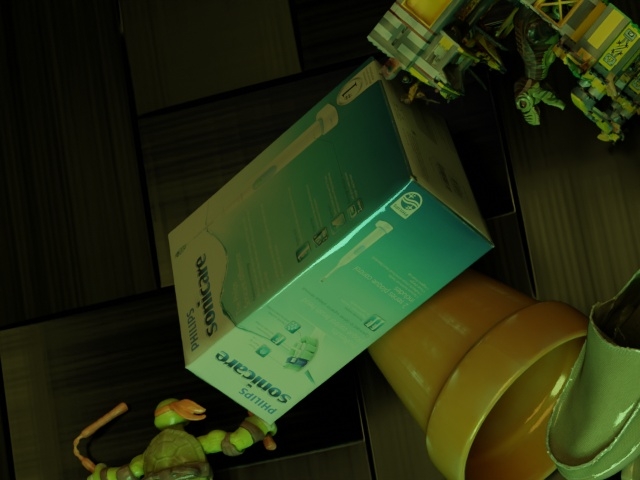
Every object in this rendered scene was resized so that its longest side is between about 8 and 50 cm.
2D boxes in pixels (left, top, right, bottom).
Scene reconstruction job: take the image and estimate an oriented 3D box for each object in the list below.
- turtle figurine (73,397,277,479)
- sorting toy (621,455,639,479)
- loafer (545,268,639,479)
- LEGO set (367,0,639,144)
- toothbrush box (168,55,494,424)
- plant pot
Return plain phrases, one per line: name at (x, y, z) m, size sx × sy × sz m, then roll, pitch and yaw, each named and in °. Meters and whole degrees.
turtle figurine at (-0.128, 0.249, 1.761) m, size 0.269 × 0.087 × 0.217 m, roll -17°, pitch 76°, yaw 13°
sorting toy at (0.319, 0.162, 1.629) m, size 0.046 × 0.132 × 0.275 m, roll 2°, pitch 77°, yaw 40°
loafer at (0.273, 0.101, 1.527) m, size 0.269 × 0.092 × 0.102 m, roll -59°, pitch 36°, yaw 20°
LEGO set at (0.188, -0.169, 1.634) m, size 0.255 × 0.331 × 0.192 m, roll 41°, pitch 101°, yaw 6°
toothbrush box at (0.000, 0.000, 1.667) m, size 0.295 × 0.126 × 0.216 m, roll -40°, pitch 34°, yaw 18°
plant pot at (0.151, 0.118, 1.659) m, size 0.205 × 0.205 × 0.188 m, roll -51°, pitch 55°, yaw 3°
